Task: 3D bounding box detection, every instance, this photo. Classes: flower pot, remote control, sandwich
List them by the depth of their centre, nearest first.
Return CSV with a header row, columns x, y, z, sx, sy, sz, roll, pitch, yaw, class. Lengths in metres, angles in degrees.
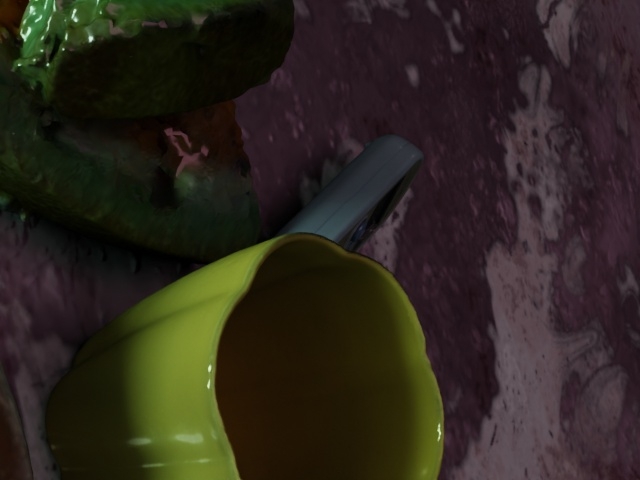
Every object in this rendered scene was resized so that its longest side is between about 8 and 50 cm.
x,y,z,sx,sy,sz,roll,pitch,yaw,class
-0.054,0.104,0.869,0.195,0.179,0.195,15,69,-46,flower pot
-0.087,-0.139,0.921,0.250,0.162,0.301,38,55,-41,sandwich
0.000,0.000,1.042,0.047,0.087,0.244,33,42,11,remote control

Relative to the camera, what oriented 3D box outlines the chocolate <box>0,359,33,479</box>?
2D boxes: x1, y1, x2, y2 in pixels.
x,y,z,sx,sy,sz,roll,pitch,yaw,class
-0.195,0.075,0.728,0.161,0.083,0.261,-109,-177,-88,chocolate
